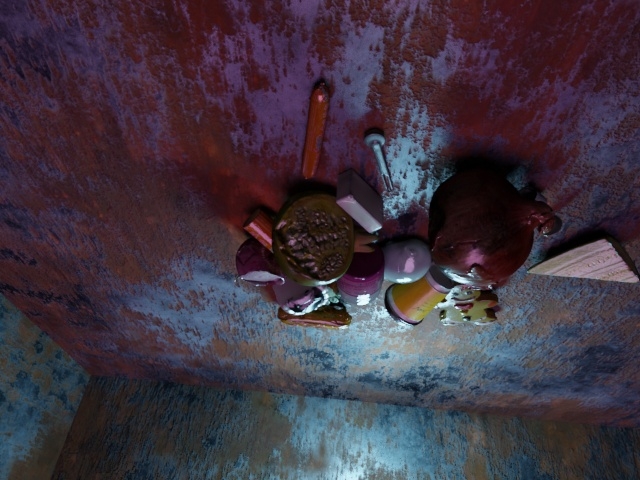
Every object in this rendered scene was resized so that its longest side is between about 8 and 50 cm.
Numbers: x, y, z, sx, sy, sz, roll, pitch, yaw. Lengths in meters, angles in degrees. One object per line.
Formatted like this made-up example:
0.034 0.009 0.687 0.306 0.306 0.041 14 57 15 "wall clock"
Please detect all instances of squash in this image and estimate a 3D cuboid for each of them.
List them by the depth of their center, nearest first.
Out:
0.929 0.100 1.622 0.203 0.111 0.289 51 130 -1 "squash"

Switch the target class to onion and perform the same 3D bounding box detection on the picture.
0.457 -0.026 1.324 0.354 0.353 0.353 4 144 3 "onion"
-0.213 0.071 1.705 0.207 0.200 0.200 11 144 -13 "onion"

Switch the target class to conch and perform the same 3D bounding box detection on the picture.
0.302 0.082 1.684 0.185 0.121 0.221 41 126 -5 "conch"

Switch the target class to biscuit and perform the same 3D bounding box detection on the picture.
0.603 0.278 1.926 0.283 0.064 0.432 -5 150 16 "biscuit"

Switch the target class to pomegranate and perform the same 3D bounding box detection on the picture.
0.000 0.000 1.505 0.359 0.309 0.216 2 167 -27 "pomegranate"

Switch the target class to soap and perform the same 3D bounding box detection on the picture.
0.127 -0.124 1.432 0.064 0.121 0.183 -23 134 33 "soap"

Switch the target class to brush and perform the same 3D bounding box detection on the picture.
0.183 -0.231 1.364 0.062 0.027 0.266 -6 146 17 "brush"

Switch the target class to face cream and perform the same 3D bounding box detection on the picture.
0.141 0.116 1.643 0.175 0.175 0.195 2 141 6 "face cream"

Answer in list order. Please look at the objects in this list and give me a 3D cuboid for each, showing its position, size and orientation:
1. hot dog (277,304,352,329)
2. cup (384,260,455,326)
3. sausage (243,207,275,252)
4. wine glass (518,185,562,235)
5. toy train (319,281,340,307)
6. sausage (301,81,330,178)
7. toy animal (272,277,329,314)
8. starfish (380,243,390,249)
-0.028 0.340 2.103 0.349 0.117 0.158 4 164 7 "hot dog"
0.392 0.208 1.810 0.196 0.196 0.279 22 134 -20 "cup"
-0.131 0.020 1.625 0.312 0.093 0.093 43 133 -18 "sausage"
0.682 -0.093 1.428 0.079 0.079 0.195 -26 135 36 "wine glass"
0.008 0.227 1.986 0.176 0.074 0.118 -17 129 36 "toy train"
-0.016 -0.293 1.277 0.053 0.053 0.348 8 144 -3 "sausage"
-0.074 0.187 1.839 0.208 0.204 0.156 -28 154 5 "toy animal"
0.207 0.091 1.775 0.213 0.057 0.238 6 146 -12 "starfish"
